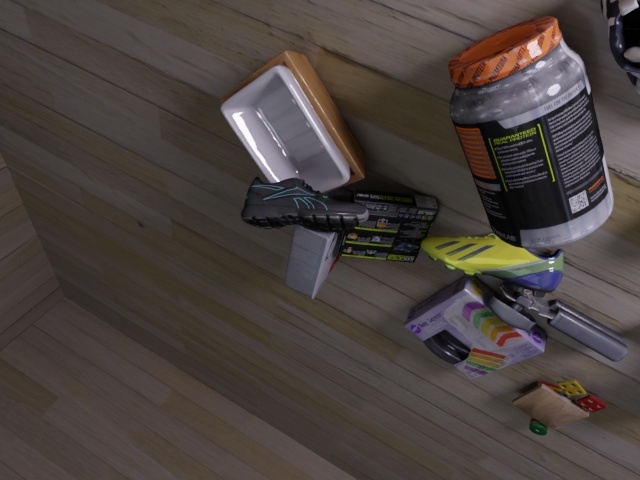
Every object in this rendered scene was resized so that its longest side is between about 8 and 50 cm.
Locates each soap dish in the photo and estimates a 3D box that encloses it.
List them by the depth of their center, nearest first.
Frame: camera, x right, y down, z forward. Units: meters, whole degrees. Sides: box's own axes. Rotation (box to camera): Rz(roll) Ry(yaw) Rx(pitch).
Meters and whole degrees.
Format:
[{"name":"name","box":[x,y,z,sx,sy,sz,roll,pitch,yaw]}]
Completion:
[{"name":"soap dish","box":[-0.055,-0.234,0.946,0.228,0.118,0.291,-15,118,43]}]

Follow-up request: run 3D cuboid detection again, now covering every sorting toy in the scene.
[{"name":"sorting toy","box":[0.610,0.425,1.152,0.132,0.046,0.275,31,140,7]}]

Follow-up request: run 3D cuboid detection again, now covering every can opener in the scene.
[{"name":"can opener","box":[0.513,0.183,0.963,0.283,0.076,0.095,31,119,7]}]

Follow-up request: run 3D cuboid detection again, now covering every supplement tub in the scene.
[{"name":"supplement tub","box":[0.327,-0.160,0.690,0.193,0.194,0.316,-7,124,39]}]

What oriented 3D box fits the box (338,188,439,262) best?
[{"name":"box","box":[0.149,-0.028,0.994,0.190,0.045,0.184,5,140,-6]}]

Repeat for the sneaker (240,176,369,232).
[{"name":"sneaker","box":[-0.032,-0.080,0.903,0.267,0.106,0.101,4,163,7]}]

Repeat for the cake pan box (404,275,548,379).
[{"name":"cake pan box","box":[0.380,0.229,1.116,0.245,0.070,0.267,41,140,-1]}]

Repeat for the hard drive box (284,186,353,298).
[{"name":"hard drive box","box":[0.000,0.000,1.080,0.089,0.181,0.232,26,139,10]}]

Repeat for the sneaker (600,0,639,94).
[{"name":"sneaker","box":[0.446,-0.234,0.568,0.094,0.153,0.235,-18,116,45]}]

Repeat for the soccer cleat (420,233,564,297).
[{"name":"soccer cleat","box":[0.363,0.025,0.935,0.289,0.093,0.121,18,105,22]}]
